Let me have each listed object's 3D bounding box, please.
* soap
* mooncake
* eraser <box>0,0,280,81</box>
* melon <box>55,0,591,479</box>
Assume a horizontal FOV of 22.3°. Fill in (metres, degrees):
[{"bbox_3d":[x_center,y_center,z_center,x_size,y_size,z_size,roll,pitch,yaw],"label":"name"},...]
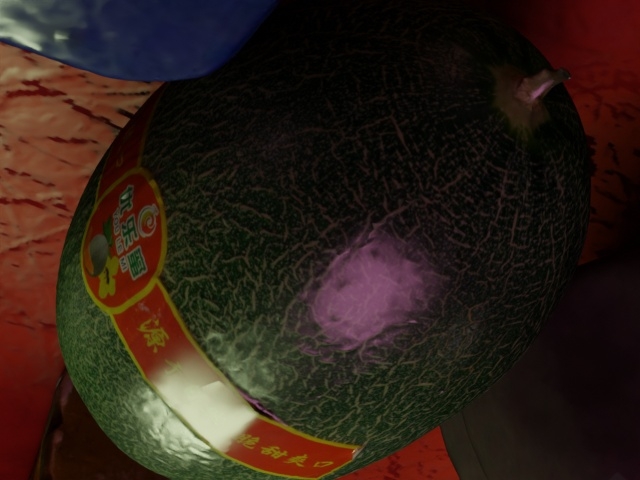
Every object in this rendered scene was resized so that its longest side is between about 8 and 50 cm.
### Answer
[{"bbox_3d":[-0.144,0.204,0.964,0.080,0.160,0.257,8,145,-13],"label":"soap"},{"bbox_3d":[0.173,0.073,0.748,0.245,0.133,0.245,-16,156,-8],"label":"mooncake"},{"bbox_3d":[-0.161,-0.155,0.510,0.332,0.102,0.155,18,142,-20],"label":"eraser"},{"bbox_3d":[0.000,0.000,0.653,0.182,0.182,0.287,23,139,-27],"label":"melon"}]
